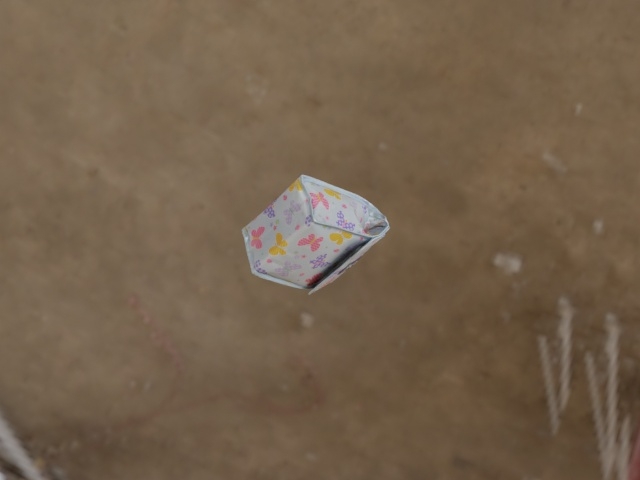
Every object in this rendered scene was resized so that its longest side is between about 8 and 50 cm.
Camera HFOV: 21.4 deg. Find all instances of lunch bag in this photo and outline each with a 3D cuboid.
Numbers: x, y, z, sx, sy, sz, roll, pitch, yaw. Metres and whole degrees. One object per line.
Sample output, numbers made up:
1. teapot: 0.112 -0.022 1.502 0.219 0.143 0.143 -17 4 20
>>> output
1. lunch bag: 0.000 0.000 1.183 0.083 0.053 0.071 18 133 -42
